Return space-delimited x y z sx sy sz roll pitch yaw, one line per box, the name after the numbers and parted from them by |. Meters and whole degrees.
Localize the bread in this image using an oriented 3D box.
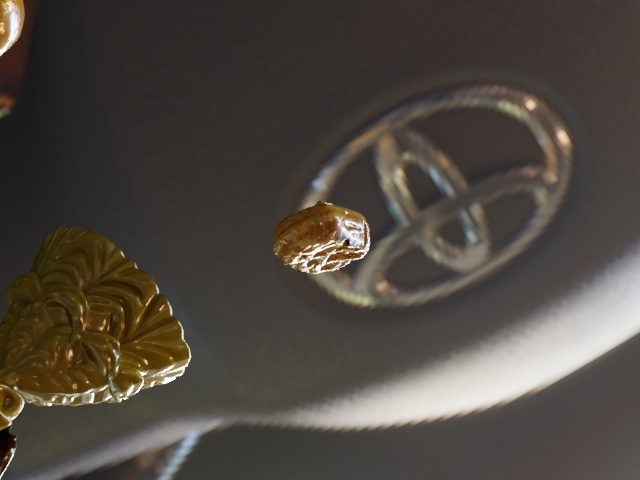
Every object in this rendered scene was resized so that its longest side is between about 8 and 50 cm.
0.000 0.000 1.675 0.083 0.044 0.110 -30 157 21 | bread

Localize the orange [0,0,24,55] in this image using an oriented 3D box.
-0.278 -0.179 1.375 0.083 0.083 0.070 -28 130 -4 | orange

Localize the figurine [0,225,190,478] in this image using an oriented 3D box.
-0.296 0.142 1.581 0.315 0.187 0.168 -40 -175 -35 | figurine
